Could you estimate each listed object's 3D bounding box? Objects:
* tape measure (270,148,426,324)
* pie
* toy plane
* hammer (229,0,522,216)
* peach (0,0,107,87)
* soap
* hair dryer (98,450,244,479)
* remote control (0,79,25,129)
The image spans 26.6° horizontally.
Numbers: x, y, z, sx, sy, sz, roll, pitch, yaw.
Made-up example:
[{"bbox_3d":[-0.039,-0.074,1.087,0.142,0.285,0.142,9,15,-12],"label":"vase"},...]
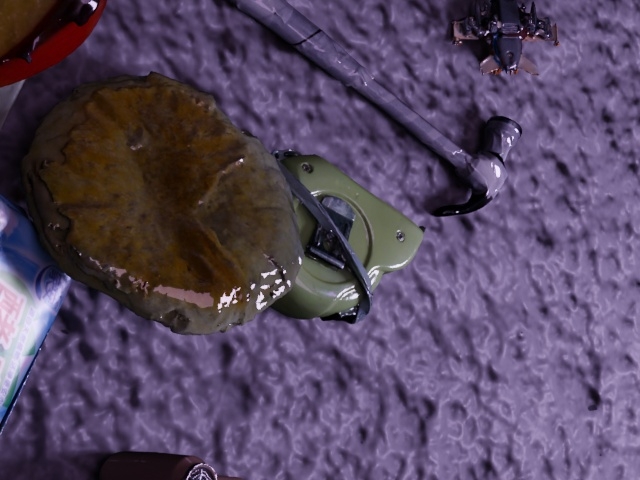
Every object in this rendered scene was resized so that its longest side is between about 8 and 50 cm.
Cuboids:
[{"bbox_3d":[0.000,0.000,1.458,0.200,0.106,0.175,38,63,-22],"label":"tape measure"},{"bbox_3d":[-0.152,-0.037,1.318,0.306,0.071,0.306,15,48,-17],"label":"pie"},{"bbox_3d":[0.227,-0.288,1.664,0.135,0.062,0.188,2,80,-6],"label":"toy plane"},{"bbox_3d":[0.060,-0.182,1.559,0.427,0.044,0.152,37,67,-23],"label":"hammer"},{"bbox_3d":[-0.354,-0.243,1.194,0.362,0.201,0.258,-19,93,-2],"label":"peach"},{"bbox_3d":[-0.333,0.086,1.228,0.156,0.077,0.293,44,62,-46],"label":"soap"},{"bbox_3d":[-0.122,0.251,1.365,0.182,0.117,0.064,18,73,-51],"label":"hair dryer"},{"bbox_3d":[-0.346,-0.122,1.288,0.090,0.038,0.309,32,68,-26],"label":"remote control"}]
